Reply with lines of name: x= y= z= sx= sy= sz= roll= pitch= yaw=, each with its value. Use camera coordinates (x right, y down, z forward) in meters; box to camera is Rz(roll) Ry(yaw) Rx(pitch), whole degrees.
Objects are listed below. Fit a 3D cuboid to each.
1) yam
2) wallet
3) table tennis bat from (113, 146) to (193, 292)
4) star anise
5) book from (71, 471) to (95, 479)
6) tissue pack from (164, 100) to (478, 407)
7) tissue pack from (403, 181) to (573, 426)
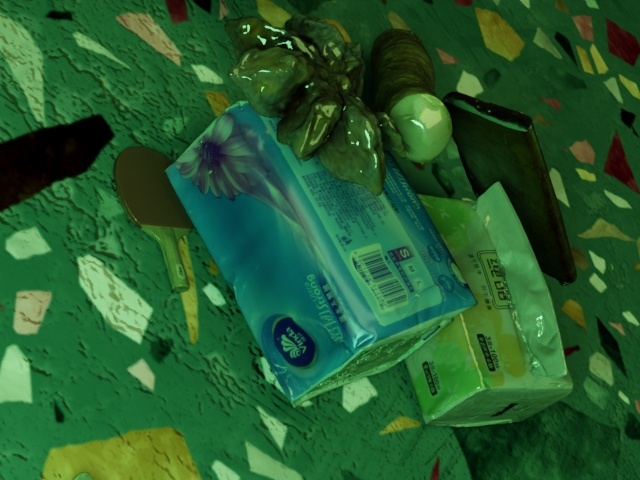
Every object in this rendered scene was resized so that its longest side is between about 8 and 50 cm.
yam: x=0.093 y=-0.160 z=1.628 sx=0.081 sy=0.081 sz=0.356 roll=41 pitch=12 yaw=-13
wallet: x=0.207 y=-0.062 z=1.676 sx=0.031 sy=0.137 sz=0.255 roll=-43 pitch=138 yaw=-16
table tennis bat: x=-0.152 y=-0.022 z=1.451 sx=0.087 sy=0.013 sz=0.156 roll=6 pitch=56 yaw=-44
star anise: x=-0.010 y=-0.139 z=1.401 sx=0.197 sy=0.073 sz=0.212 roll=11 pitch=46 yaw=-41
book: x=-0.128 y=0.391 z=1.146 sx=0.389 sy=0.032 sz=0.269 roll=48 pitch=40 yaw=-4
tissue pack: x=0.000 y=0.000 z=1.473 sx=0.198 sy=0.146 sz=0.263 roll=-16 pitch=71 yaw=-50
tissue pack: x=0.169 y=0.062 z=1.590 sx=0.159 sy=0.145 sz=0.229 roll=5 pitch=58 yaw=-42
